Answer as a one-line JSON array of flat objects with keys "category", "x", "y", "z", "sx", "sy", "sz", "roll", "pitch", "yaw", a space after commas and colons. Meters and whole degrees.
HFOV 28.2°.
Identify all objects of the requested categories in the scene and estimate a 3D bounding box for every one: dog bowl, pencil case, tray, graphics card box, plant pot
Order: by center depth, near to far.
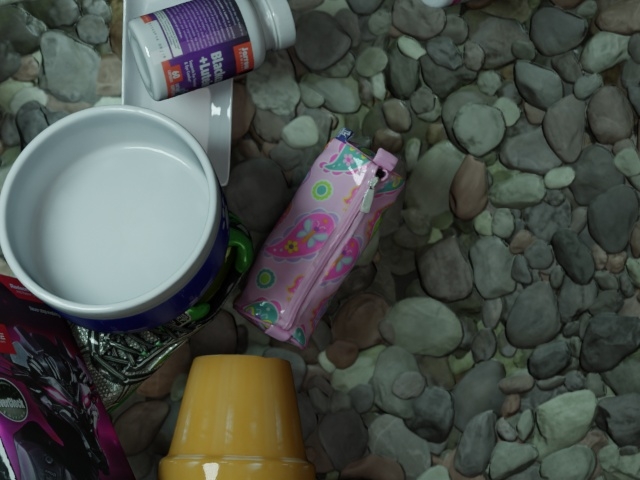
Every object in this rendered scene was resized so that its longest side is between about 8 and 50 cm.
[{"category": "graphics card box", "x": -0.342, "y": 0.206, "z": 1.461, "sx": 0.094, "sy": 0.233, "sz": 0.371, "roll": -33, "pitch": 67, "yaw": 16}, {"category": "dog bowl", "x": -0.245, "y": -0.025, "z": 1.537, "sx": 0.265, "sy": 0.104, "sz": 0.265, "roll": -2, "pitch": 70, "yaw": 6}, {"category": "plant pot", "x": -0.105, "y": 0.247, "z": 1.646, "sx": 0.205, "sy": 0.205, "sz": 0.188, "roll": 6, "pitch": 78, "yaw": -16}, {"category": "tray", "x": -0.187, "y": -0.206, "z": 1.657, "sx": 0.145, "sy": 0.030, "sz": 0.270, "roll": 1, "pitch": 95, "yaw": -16}, {"category": "pencil case", "x": 0.000, "y": 0.000, "z": 1.682, "sx": 0.124, "sy": 0.124, "sz": 0.284, "roll": 33, "pitch": 87, "yaw": -16}]

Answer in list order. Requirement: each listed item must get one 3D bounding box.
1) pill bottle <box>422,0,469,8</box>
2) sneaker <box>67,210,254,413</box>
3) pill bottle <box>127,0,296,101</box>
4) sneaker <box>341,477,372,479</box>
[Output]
[{"category": "pill bottle", "x": 0.260, "y": -0.418, "z": 1.696, "sx": 0.283, "sy": 0.160, "sz": 0.160, "roll": -17, "pitch": 99, "yaw": -14}, {"category": "sneaker", "x": -0.221, "y": 0.093, "z": 1.614, "sx": 0.134, "sy": 0.146, "sz": 0.343, "roll": 42, "pitch": 85, "yaw": -15}, {"category": "pill bottle", "x": -0.134, "y": -0.252, "z": 1.596, "sx": 0.193, "sy": 0.108, "sz": 0.108, "roll": -20, "pitch": 100, "yaw": -13}, {"category": "sneaker", "x": 0.006, "y": 0.408, "z": 1.744, "sx": 0.271, "sy": 0.100, "sz": 0.108, "roll": -13, "pitch": 134, "yaw": -22}]
